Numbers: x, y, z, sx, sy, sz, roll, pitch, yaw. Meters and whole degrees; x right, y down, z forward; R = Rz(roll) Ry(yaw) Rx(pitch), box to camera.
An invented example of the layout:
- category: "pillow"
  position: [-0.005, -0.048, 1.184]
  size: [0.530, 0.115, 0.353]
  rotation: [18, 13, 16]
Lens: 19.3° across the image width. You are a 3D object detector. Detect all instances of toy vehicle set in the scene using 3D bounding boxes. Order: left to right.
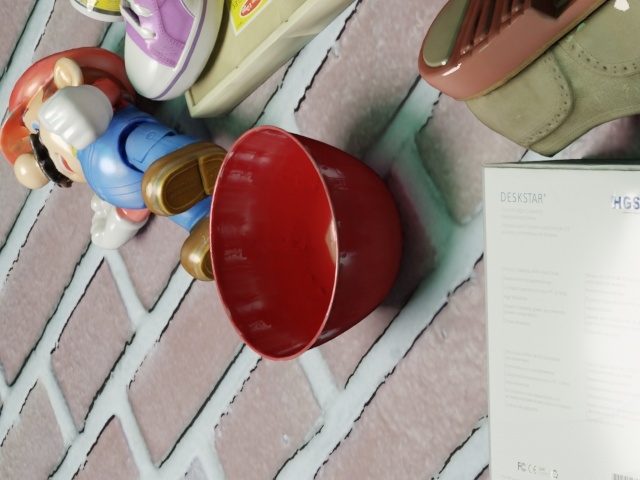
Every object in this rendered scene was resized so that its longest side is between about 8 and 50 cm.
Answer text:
- category: "toy vehicle set"
  position: [-0.054, -0.232, 1.568]
  size: [0.267, 0.035, 0.166]
  rotation: [-36, 65, 52]

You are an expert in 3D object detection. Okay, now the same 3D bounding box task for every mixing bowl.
- category: "mixing bowl"
  position: [0.000, 0.000, 1.459]
  size: [0.181, 0.098, 0.181]
  rotation: [7, 99, 55]

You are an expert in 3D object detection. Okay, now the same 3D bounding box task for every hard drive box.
- category: "hard drive box"
  position: [0.193, 0.064, 1.191]
  size: [0.181, 0.089, 0.232]
  rotation: [6, 99, 55]

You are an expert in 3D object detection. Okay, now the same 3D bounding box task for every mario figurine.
- category: "mario figurine"
  position: [-0.200, -0.059, 1.689]
  size: [0.320, 0.170, 0.198]
  rotation: [32, 122, 48]

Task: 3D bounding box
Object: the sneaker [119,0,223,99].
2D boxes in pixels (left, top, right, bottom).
- category: "sneaker"
  position: [-0.159, -0.245, 1.548]
  size: [0.102, 0.161, 0.282]
  rotation: [42, 128, 44]

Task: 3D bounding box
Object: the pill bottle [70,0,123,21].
- category: "pill bottle"
  position: [-0.190, -0.267, 1.740]
  size: [0.065, 0.065, 0.116]
  rotation: [48, 130, 42]

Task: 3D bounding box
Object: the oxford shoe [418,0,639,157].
- category: "oxford shoe"
  position: [0.223, -0.162, 1.126]
  size: [0.348, 0.130, 0.123]
  rotation: [-28, 33, 40]
